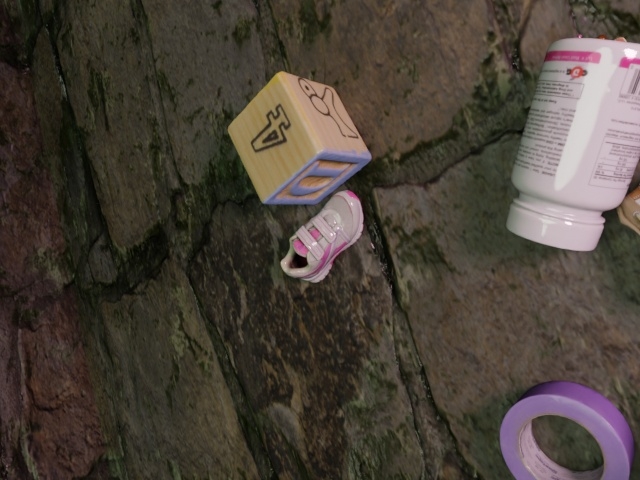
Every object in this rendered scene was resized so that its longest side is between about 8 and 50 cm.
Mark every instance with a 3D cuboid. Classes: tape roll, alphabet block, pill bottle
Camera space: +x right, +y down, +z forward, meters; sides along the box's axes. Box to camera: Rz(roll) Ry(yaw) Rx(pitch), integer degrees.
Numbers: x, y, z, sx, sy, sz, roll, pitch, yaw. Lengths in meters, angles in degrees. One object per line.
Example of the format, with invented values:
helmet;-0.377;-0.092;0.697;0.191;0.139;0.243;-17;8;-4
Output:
tape roll;0.404;0.336;0.800;0.189;0.080;0.188;4;96;38
alphabet block;-0.045;-0.207;1.033;0.193;0.193;0.197;-36;71;32
pill bottle;0.382;-0.138;0.720;0.161;0.160;0.282;23;112;34

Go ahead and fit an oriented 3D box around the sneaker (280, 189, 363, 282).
sneaker;0.000;0.000;1.063;0.103;0.111;0.252;44;118;26

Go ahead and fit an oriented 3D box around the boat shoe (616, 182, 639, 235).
boat shoe;0.533;0.045;0.664;0.103;0.113;0.302;-38;60;35

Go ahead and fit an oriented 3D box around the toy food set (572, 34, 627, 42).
toy food set;0.425;-0.290;0.768;0.122;0.019;0.077;-2;93;38
